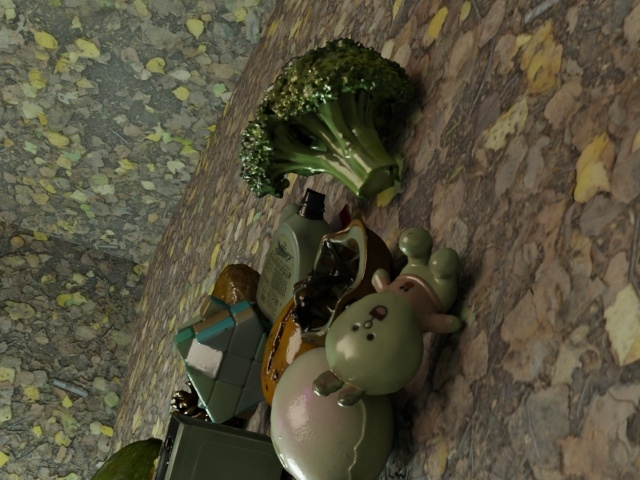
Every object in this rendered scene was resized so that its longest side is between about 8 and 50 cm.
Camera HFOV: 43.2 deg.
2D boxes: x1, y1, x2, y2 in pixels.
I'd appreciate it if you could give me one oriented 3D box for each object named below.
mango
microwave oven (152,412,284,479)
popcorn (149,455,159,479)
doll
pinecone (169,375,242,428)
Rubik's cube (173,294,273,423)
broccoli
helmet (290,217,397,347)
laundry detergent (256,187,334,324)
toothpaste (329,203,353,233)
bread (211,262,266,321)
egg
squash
[{"bbox_3d":[-0.025,0.175,1.480,0.177,0.120,0.295,-2,70,69],"label":"mango"},{"bbox_3d":[-0.214,0.499,1.520,0.181,0.237,0.295,167,118,-70],"label":"microwave oven"},{"bbox_3d":[-0.279,0.518,1.702,0.181,0.216,0.235,-23,-52,-72],"label":"popcorn"},{"bbox_3d":[0.101,0.119,1.108,0.154,0.113,0.275,27,73,32],"label":"doll"},{"bbox_3d":[-0.265,0.405,1.881,0.185,0.168,0.212,-40,46,33],"label":"pinecone"},{"bbox_3d":[-0.181,0.248,1.710,0.265,0.224,0.213,67,171,-13],"label":"Rubik's cube"},{"bbox_3d":[0.008,-0.222,1.495,0.375,0.249,0.302,-31,31,-6],"label":"broccoli"},{"bbox_3d":[0.053,0.084,1.332,0.224,0.130,0.198,-53,28,20],"label":"helmet"},{"bbox_3d":[-0.049,0.024,1.646,0.215,0.105,0.281,-135,53,-61],"label":"laundry detergent"},{"bbox_3d":[0.000,0.000,1.712,0.301,0.048,0.075,-30,40,60],"label":"toothpaste"},{"bbox_3d":[-0.201,0.171,2.003,0.230,0.122,0.230,-46,35,47],"label":"bread"},{"bbox_3d":[0.020,0.268,1.162,0.183,0.183,0.217,-62,26,26],"label":"egg"},{"bbox_3d":[-0.460,0.678,2.089,0.309,0.310,0.310,-55,17,-7],"label":"squash"}]
